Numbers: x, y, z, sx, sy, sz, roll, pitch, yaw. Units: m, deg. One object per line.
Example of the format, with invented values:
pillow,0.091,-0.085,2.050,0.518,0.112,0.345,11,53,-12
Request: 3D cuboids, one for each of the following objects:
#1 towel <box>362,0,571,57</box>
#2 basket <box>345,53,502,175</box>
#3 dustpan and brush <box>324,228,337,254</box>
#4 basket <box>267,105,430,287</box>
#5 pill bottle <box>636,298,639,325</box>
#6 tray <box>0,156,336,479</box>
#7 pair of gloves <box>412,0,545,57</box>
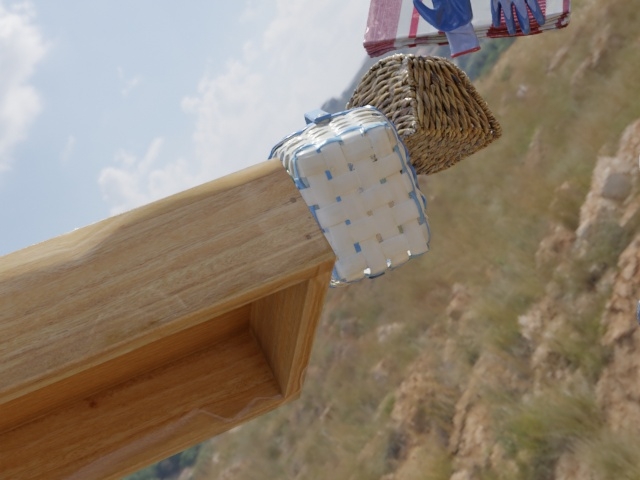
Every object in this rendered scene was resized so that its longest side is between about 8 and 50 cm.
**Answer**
towel,0.240,-0.406,1.437,0.037,0.329,0.237,62,-149,-48
basket,0.215,-0.278,1.924,0.299,0.223,0.213,148,118,-62
dustpan and brush,0.000,0.000,1.489,0.060,0.211,0.147,-43,47,41
basket,0.036,-0.066,1.232,0.201,0.254,0.289,-21,6,1
pill bottle,0.538,0.064,1.181,0.219,0.123,0.123,-56,2,44
tray,-0.200,0.101,0.467,0.411,0.076,0.203,-21,-25,-18
pair of gloves,0.235,-0.363,1.307,0.198,0.159,0.023,-17,1,27
